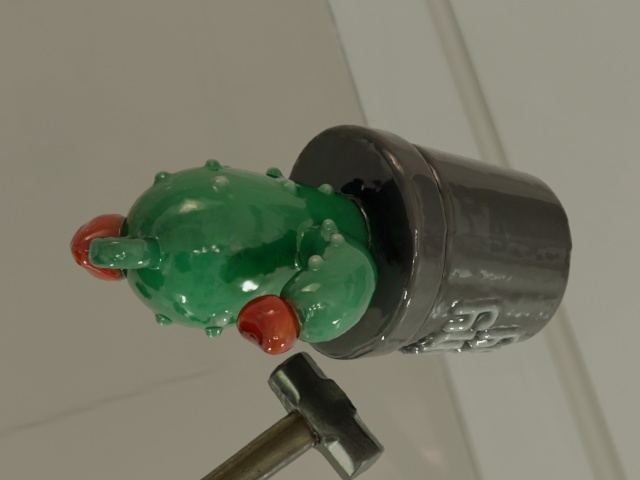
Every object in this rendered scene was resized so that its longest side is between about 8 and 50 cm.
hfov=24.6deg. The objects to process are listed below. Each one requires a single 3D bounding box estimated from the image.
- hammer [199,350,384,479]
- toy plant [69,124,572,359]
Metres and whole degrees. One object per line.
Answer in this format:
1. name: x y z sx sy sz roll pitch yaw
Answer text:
1. hammer: -0.118 0.230 1.163 0.365 0.111 0.043 -34 164 -21
2. toy plant: 0.006 0.007 1.126 0.400 0.279 0.185 4 120 -33
